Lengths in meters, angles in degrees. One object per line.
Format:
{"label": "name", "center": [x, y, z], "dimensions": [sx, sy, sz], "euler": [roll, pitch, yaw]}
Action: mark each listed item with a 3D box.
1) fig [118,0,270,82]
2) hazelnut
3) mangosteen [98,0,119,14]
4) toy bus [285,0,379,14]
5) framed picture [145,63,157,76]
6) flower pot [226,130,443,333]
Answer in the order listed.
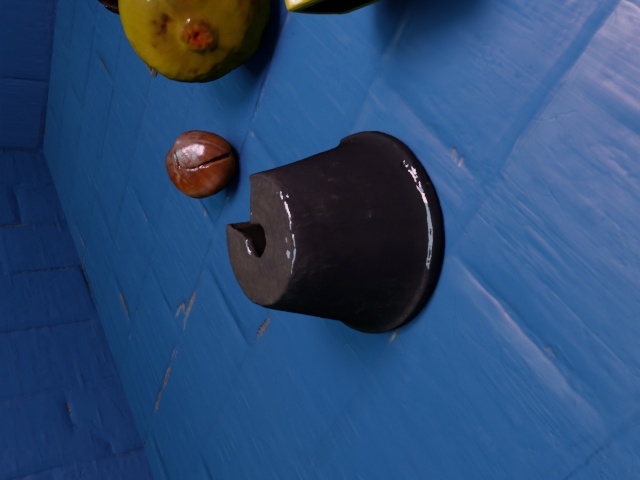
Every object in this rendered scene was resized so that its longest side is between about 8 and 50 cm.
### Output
{"label": "fig", "center": [-0.285, -0.533, 1.281], "dimensions": [0.343, 0.344, 0.343], "euler": [8, 100, 53]}
{"label": "hazelnut", "center": [-0.300, -0.203, 1.470], "dimensions": [0.182, 0.182, 0.182], "euler": [8, 100, 53]}
{"label": "mangosteen", "center": [-0.517, -0.765, 1.605], "dimensions": [0.297, 0.297, 0.293], "euler": [48, 133, 40]}
{"label": "toy bus", "center": [0.019, -0.569, 0.820], "dimensions": [0.250, 0.209, 0.439], "euler": [-8, 104, 33]}
{"label": "framed picture", "center": [-0.574, -0.711, 1.909], "dimensions": [0.289, 0.020, 0.211], "euler": [56, 135, 35]}
{"label": "flower pot", "center": [0.000, 0.000, 1.010], "dimensions": [0.379, 0.251, 0.379], "euler": [6, 98, 52]}
